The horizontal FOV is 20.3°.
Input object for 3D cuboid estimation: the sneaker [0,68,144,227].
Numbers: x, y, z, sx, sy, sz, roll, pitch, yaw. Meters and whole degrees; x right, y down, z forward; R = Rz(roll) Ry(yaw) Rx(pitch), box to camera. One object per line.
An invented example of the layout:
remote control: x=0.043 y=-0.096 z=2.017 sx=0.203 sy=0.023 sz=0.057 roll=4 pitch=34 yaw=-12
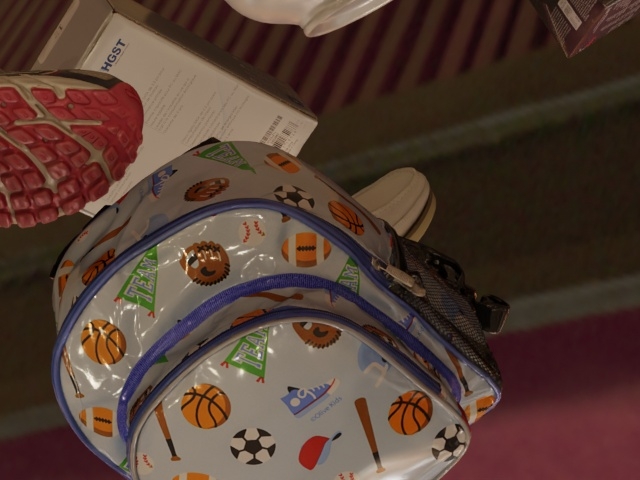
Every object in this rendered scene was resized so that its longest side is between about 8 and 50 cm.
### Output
sneaker: x=-0.254 y=-0.081 z=1.248 sx=0.299 sy=0.112 sz=0.121 roll=-6 pitch=133 yaw=28

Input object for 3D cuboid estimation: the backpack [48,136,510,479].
backpack: x=-0.044 y=0.079 z=1.152 sx=0.276 sy=0.213 sz=0.263 roll=-43 pitch=109 yaw=8

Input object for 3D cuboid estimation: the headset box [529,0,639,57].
headset box: x=0.332 y=-0.305 z=1.617 sx=0.293 sy=0.218 sz=0.110 roll=-32 pitch=85 yaw=-3

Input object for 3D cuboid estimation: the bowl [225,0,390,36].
bowl: x=0.018 y=-0.305 z=1.867 sx=0.298 sy=0.298 sz=0.134 roll=-30 pitch=86 yaw=38

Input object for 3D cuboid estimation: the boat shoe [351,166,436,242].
boat shoe: x=0.000 y=0.000 z=1.777 sx=0.113 sy=0.302 sz=0.103 roll=-9 pitch=115 yaw=51

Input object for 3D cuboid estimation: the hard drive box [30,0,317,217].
hard drive box: x=-0.151 y=-0.101 z=1.619 sx=0.232 sy=0.089 sz=0.181 roll=27 pitch=105 yaw=-33
